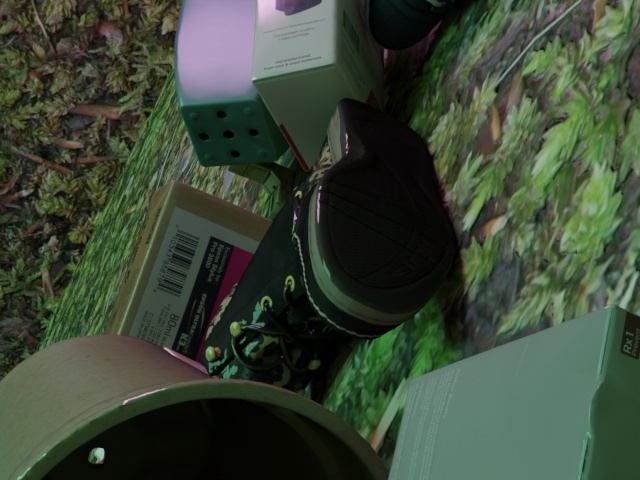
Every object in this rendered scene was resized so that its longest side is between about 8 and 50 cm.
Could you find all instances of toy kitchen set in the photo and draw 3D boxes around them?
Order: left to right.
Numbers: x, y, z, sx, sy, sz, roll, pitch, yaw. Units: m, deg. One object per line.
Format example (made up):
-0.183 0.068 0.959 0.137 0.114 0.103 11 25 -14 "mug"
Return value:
-0.074 -0.087 1.709 0.068 0.083 0.075 -54 21 40 "toy kitchen set"

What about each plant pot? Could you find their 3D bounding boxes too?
-0.147 0.220 1.016 0.305 0.333 0.334 30 97 62 "plant pot"
-0.100 -0.215 1.684 0.234 0.165 0.166 -80 -19 -44 "plant pot"

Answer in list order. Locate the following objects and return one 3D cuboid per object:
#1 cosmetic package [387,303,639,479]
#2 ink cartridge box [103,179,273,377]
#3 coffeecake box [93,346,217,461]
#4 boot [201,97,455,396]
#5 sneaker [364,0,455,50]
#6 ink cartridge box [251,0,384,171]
0.133 0.133 0.768 0.238 0.107 0.127 -27 43 61 "cosmetic package"
-0.135 0.075 1.499 0.088 0.193 0.235 -21 49 66 "ink cartridge box"
-0.132 0.222 1.345 0.185 0.068 0.142 34 91 43 "coffeecake box"
-0.005 0.050 1.230 0.284 0.138 0.377 -58 15 26 "boot"
0.133 -0.289 1.307 0.282 0.099 0.153 -55 19 29 "sneaker"
0.002 -0.226 1.432 0.100 0.172 0.237 -9 56 16 "ink cartridge box"
